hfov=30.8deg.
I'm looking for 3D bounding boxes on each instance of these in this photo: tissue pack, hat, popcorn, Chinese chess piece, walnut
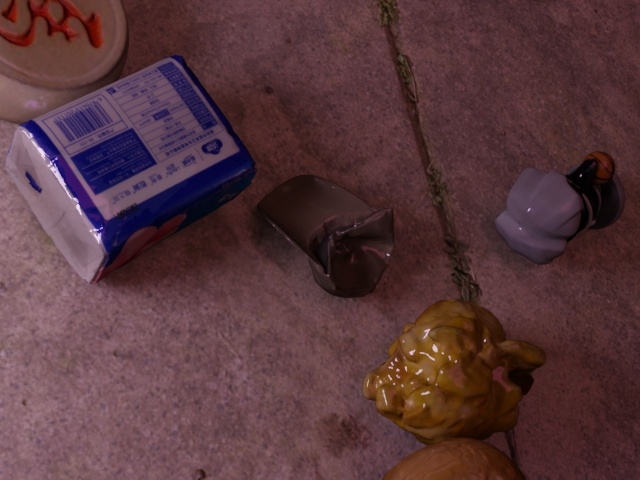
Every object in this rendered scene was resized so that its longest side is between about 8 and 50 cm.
[{"bbox_3d":[-0.247,-0.097,1.522,0.270,0.137,0.209,-34,89,-36],"label":"tissue pack"},{"bbox_3d":[0.000,0.000,1.686,0.173,0.144,0.166,21,44,32],"label":"hat"},{"bbox_3d":[0.188,0.179,1.633,0.254,0.191,0.190,9,36,-34],"label":"popcorn"},{"bbox_3d":[-0.386,-0.283,1.542,0.273,0.102,0.273,15,60,-27],"label":"Chinese chess piece"},{"bbox_3d":[0.169,0.360,1.529,0.226,0.193,0.193,-18,78,-27],"label":"walnut"}]

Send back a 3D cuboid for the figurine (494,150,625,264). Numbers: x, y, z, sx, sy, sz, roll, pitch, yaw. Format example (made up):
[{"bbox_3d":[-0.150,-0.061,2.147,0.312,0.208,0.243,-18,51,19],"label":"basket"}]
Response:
[{"bbox_3d":[0.393,-0.058,1.890,0.236,0.176,0.133,-20,51,-42],"label":"figurine"}]
